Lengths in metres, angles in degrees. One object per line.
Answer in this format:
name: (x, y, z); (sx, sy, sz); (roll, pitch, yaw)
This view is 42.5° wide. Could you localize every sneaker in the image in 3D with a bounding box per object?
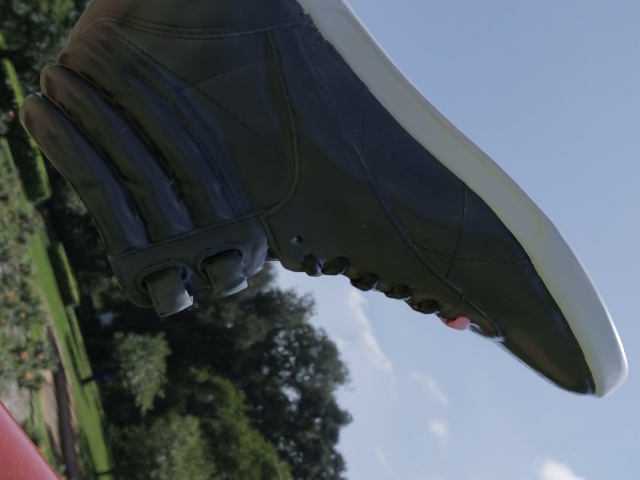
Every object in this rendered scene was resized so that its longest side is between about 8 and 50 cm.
sneaker: (0.000, 0.000, 0.365); (0.296, 0.147, 0.104); (45, -4, -12)

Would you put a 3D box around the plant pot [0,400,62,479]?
plant pot: (-0.278, 0.202, 0.527); (0.265, 0.272, 0.272); (50, -23, 21)
